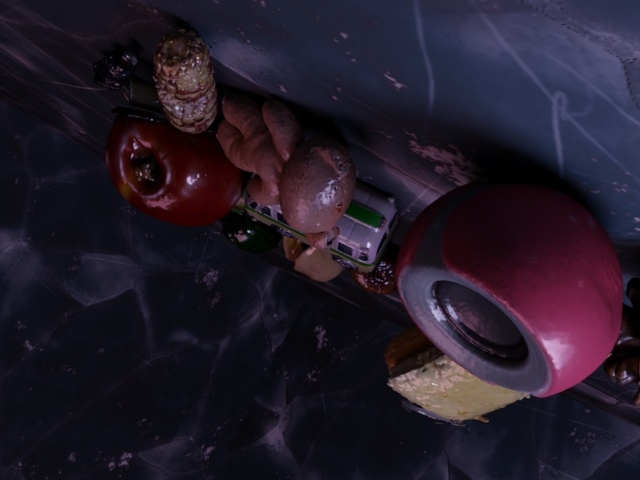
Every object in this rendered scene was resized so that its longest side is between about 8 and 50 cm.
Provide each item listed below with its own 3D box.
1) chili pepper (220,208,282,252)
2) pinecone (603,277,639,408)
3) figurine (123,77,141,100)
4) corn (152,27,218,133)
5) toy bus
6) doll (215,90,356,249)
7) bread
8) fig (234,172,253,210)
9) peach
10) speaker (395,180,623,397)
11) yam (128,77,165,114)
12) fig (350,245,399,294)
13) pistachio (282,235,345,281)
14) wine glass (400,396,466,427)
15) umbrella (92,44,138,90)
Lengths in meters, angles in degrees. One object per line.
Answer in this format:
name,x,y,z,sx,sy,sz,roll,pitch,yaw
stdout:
chili pepper,-0.184,-0.080,1.745,0.261,0.174,0.165,32,-152,-40
pinecone,0.499,0.153,0.871,0.244,0.244,0.309,35,-176,-41
figurine,-0.384,-0.305,1.410,0.060,0.047,0.106,47,170,-16
corn,-0.210,-0.245,1.064,0.098,0.098,0.290,28,171,-4
toy bus,-0.002,-0.066,1.333,0.305,0.143,0.179,27,169,9
doll,-0.047,-0.143,1.115,0.303,0.156,0.201,45,140,28
bread,0.315,0.188,1.181,0.236,0.165,0.375,32,131,-24
fig,-0.141,-0.119,1.547,0.156,0.123,0.123,17,175,-18
peach,-0.279,-0.135,1.357,0.257,0.201,0.361,13,-175,8
speaker,0.247,0.060,0.877,0.294,0.294,0.294,27,172,4
yam,-0.292,-0.261,1.254,0.132,0.054,0.054,12,178,-23
fig,0.141,0.059,1.767,0.146,0.134,0.201,44,-176,-14
pistachio,0.000,0.000,1.686,0.187,0.188,0.299,26,167,6
wine glass,0.328,0.277,1.693,0.190,0.357,0.190,21,159,9
umbrella,-0.375,-0.316,1.250,0.071,0.071,0.248,32,172,-27
